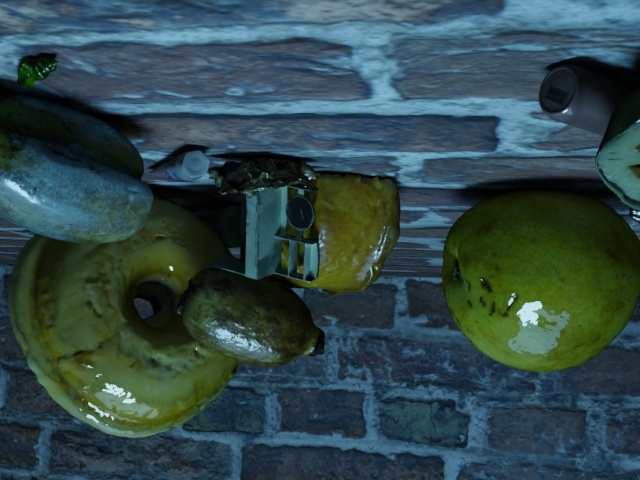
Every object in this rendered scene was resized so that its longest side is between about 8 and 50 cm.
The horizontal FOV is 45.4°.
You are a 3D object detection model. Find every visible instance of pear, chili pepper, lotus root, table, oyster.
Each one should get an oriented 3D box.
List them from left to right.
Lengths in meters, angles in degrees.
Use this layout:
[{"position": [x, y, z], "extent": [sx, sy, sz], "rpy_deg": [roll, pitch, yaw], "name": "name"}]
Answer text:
[{"position": [-0.332, -0.086, 0.885], "extent": [0.140, 0.158, 0.322], "rpy_deg": [-28, 154, 23], "name": "lotus root"}, {"position": [-0.285, -0.169, 0.763], "extent": [0.083, 0.022, 0.027], "rpy_deg": [-5, 135, 51], "name": "chili pepper"}, {"position": [-0.107, 0.131, 1.260], "extent": [0.260, 0.145, 0.128], "rpy_deg": [22, 164, -15], "name": "lotus root"}, {"position": [-0.089, -0.018, 1.182], "extent": [0.175, 0.146, 0.062], "rpy_deg": [13, -160, 33], "name": "table"}, {"position": [-0.081, -0.096, 1.098], "extent": [0.148, 0.051, 0.103], "rpy_deg": [0, -160, -20], "name": "oyster"}, {"position": [0.340, 0.051, 1.224], "extent": [0.304, 0.304, 0.304], "rpy_deg": [3, 172, 0], "name": "pear"}, {"position": [0.338, -0.105, 0.674], "extent": [0.183, 0.078, 0.203], "rpy_deg": [-20, 145, 34], "name": "lotus root"}]

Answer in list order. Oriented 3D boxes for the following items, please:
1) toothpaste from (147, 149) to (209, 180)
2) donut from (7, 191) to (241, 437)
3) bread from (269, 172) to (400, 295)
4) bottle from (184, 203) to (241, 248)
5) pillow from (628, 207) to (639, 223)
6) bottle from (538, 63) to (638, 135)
[{"position": [-0.210, -0.105, 1.145], "extent": [0.067, 0.043, 0.194], "rpy_deg": [3, 179, -22], "name": "toothpaste"}, {"position": [-0.314, 0.114, 1.323], "extent": [0.449, 0.449, 0.198], "rpy_deg": [9, 154, -41], "name": "donut"}, {"position": [0.000, 0.000, 1.313], "extent": [0.194, 0.179, 0.340], "rpy_deg": [8, 170, -29], "name": "bread"}, {"position": [-0.286, -0.021, 1.585], "extent": [0.330, 0.093, 0.093], "rpy_deg": [-3, 170, 39], "name": "bottle"}, {"position": [0.507, -0.045, 0.846], "extent": [0.305, 0.108, 0.308], "rpy_deg": [2, -168, 23], "name": "pillow"}, {"position": [0.271, -0.127, 0.728], "extent": [0.140, 0.053, 0.053], "rpy_deg": [8, 171, -33], "name": "bottle"}]
